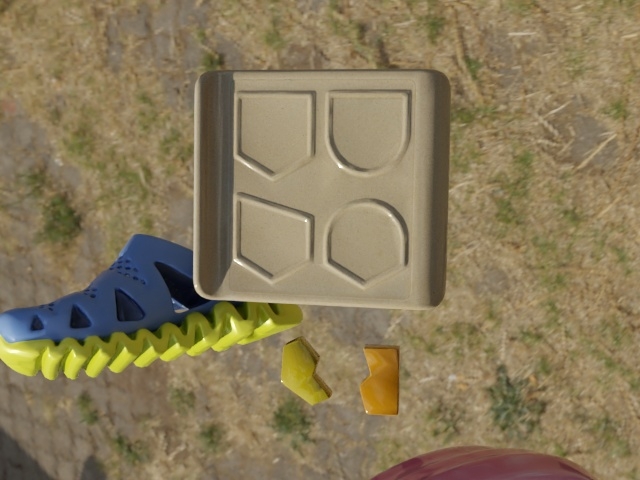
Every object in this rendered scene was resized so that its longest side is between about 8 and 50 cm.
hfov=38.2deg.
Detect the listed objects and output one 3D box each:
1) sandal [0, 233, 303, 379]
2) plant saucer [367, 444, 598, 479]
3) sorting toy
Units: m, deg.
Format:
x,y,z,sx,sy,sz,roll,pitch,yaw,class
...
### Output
x,y,z,sx,sy,sz,roll,pitch,yaw,class
-0.176,0.057,0.945,0.126,0.317,0.138,-28,75,53,sandal
0.093,0.291,0.778,0.084,0.332,0.332,53,134,47,plant saucer
0.000,0.000,0.842,0.229,0.041,0.307,2,95,8,sorting toy
